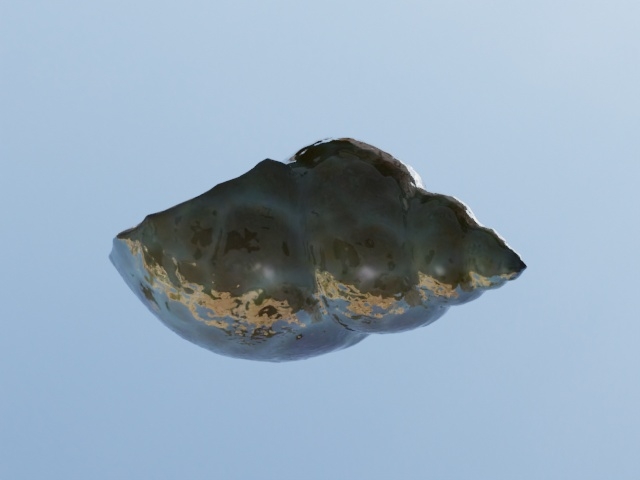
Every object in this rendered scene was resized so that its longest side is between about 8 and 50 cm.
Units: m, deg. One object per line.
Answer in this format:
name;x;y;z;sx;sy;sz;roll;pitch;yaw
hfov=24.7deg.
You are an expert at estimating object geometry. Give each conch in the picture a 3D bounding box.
conch;-0.010;0.009;0.691;0.173;0.116;0.106;-12;-114;-12
